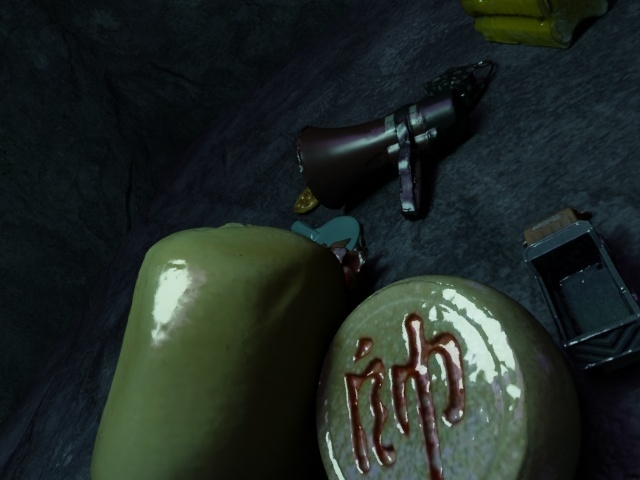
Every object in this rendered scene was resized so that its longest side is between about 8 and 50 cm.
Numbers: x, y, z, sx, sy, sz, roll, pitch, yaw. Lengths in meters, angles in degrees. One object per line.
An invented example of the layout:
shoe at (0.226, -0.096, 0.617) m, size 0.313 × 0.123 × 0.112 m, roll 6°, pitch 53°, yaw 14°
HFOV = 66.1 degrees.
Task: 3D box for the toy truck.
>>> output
toy truck at (0.279, 0.048, 0.521) m, size 0.083 × 0.092 × 0.192 m, roll -33°, pitch 30°, yaw 28°

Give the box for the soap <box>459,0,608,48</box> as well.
soap at (0.375, -0.512, 0.944) m, size 0.143 × 0.259 × 0.281 m, roll -38°, pitch 30°, yaw 6°

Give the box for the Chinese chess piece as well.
Chinese chess piece at (0.117, 0.170, 0.501) m, size 0.270 × 0.112 × 0.270 m, roll -24°, pitch 55°, yaw 39°

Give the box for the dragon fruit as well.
dragon fruit at (0.021, 0.058, 0.869) m, size 0.142 × 0.121 × 0.130 m, roll -27°, pitch 45°, yaw -21°

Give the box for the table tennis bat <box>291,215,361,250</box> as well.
table tennis bat at (0.000, 0.000, 1.061) m, size 0.153 × 0.040 × 0.244 m, roll -51°, pitch 31°, yaw -7°

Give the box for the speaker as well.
speaker at (0.114, -0.170, 0.972) m, size 0.329 × 0.198 × 0.259 m, roll -14°, pitch 29°, yaw 36°

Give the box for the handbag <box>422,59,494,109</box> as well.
handbag at (0.306, -0.334, 1.030) m, size 0.139 × 0.072 × 0.115 m, roll -38°, pitch 24°, yaw -9°

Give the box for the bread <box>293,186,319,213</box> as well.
bread at (-0.027, -0.108, 1.254) m, size 0.110 × 0.024 × 0.110 m, roll -34°, pitch 29°, yaw 23°

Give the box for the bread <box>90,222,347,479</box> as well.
bread at (-0.104, 0.167, 0.647) m, size 0.252 × 0.348 × 0.376 m, roll 6°, pitch 75°, yaw 18°
